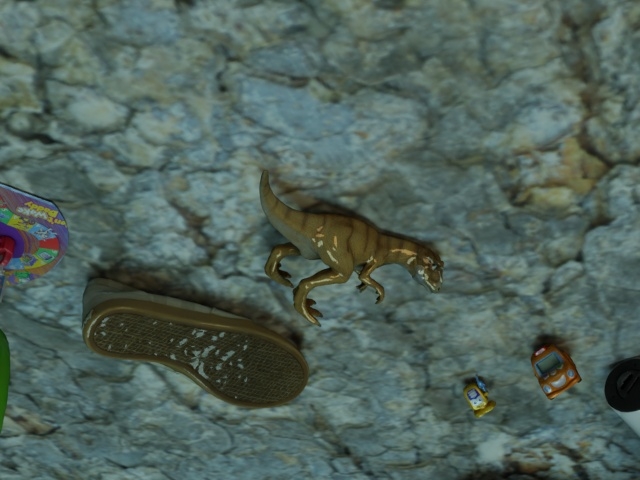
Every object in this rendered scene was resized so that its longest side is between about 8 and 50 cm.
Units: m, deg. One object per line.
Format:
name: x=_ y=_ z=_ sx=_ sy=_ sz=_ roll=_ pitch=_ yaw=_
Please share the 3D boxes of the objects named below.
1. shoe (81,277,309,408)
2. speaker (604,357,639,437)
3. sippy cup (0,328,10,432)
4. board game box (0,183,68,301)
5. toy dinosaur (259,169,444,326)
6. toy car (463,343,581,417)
shoe: x=-0.104 y=0.082 z=1.143 sx=0.219 sy=0.058 sz=0.076 roll=23 pitch=108 yaw=-32
speaker: x=0.307 y=0.159 z=1.222 sx=0.055 sy=0.055 sz=0.136 roll=-20 pitch=138 yaw=26
sippy cup: x=-0.401 y=0.140 z=1.057 sx=0.240 sy=0.224 sz=0.305 roll=26 pitch=146 yaw=-21
board game box: x=-0.281 y=0.000 z=1.049 sx=0.169 sy=0.033 sz=0.133 roll=21 pitch=139 yaw=-25
toy dinosaur: x=0.000 y=0.000 z=1.030 sx=0.211 sy=0.064 sz=0.112 roll=20 pitch=123 yaw=-37
toy car: x=0.170 y=0.126 z=1.185 sx=0.122 sy=0.060 sz=0.040 roll=-30 pitch=101 yaw=27
